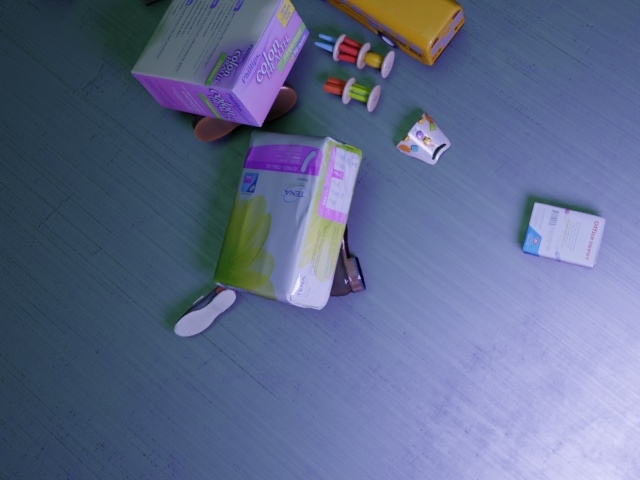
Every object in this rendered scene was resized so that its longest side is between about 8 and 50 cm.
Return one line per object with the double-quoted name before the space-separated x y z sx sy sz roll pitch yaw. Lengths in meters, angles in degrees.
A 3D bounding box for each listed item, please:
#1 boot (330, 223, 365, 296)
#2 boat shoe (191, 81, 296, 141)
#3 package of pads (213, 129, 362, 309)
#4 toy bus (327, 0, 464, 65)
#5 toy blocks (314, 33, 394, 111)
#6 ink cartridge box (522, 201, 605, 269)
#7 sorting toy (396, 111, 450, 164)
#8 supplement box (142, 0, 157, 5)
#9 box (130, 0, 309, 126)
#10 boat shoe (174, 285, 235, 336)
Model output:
"boot" 0.000 0.000 1.708 0.106 0.082 0.219 -19 79 7
"boat shoe" -0.147 -0.256 1.789 0.207 0.073 0.073 -18 37 4
"package of pads" -0.056 -0.040 1.667 0.229 0.101 0.296 11 87 47
"toy bus" 0.098 -0.453 1.730 0.333 0.130 0.108 37 91 16
"toy blocks" 0.048 -0.317 1.760 0.148 0.054 0.123 22 86 16
"ink cartridge box" 0.418 -0.007 1.625 0.122 0.052 0.088 14 85 16
"sorting toy" 0.193 -0.179 1.717 0.075 0.045 0.083 39 92 -3
"supplement box" -0.345 -0.524 1.870 0.056 0.083 0.083 -19 77 10
"box" -0.182 -0.344 1.734 0.243 0.117 0.213 14 70 31
"boat shoe" -0.215 0.127 1.761 0.137 0.049 0.043 -38 33 8
